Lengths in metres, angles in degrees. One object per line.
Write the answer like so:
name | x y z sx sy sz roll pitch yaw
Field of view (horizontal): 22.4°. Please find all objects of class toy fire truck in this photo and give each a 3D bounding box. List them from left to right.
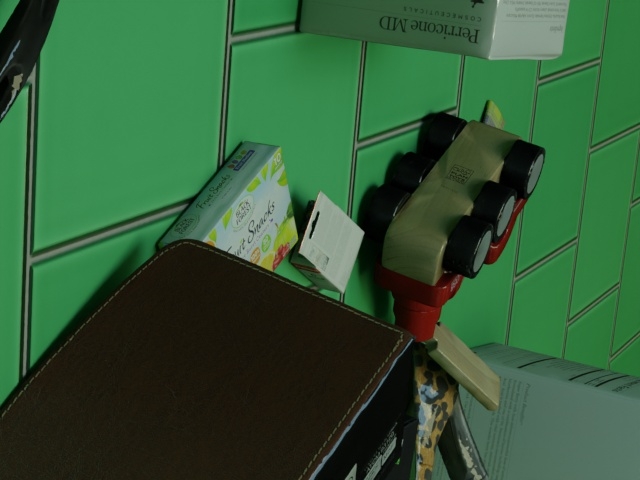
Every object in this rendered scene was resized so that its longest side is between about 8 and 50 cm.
toy fire truck | 0.146 0.030 1.655 0.217 0.158 0.246 -52 156 -44

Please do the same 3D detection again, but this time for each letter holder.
letter holder | -0.101 0.169 1.127 0.302 0.214 0.152 -52 156 -37

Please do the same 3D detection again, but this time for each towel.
towel | 0.186 -0.110 1.814 0.060 0.009 0.083 47 58 -59

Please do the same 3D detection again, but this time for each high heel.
high heel | 0.060 0.229 1.661 0.261 0.093 0.186 -36 111 -39

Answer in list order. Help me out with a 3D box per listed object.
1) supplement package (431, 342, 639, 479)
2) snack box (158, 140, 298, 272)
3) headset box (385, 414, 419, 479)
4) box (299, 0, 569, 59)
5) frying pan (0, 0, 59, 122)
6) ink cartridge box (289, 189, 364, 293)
supplement package | 0.295 0.240 1.866 0.175 0.293 0.177 -2 103 -64
snack box | -0.071 0.000 1.292 0.141 0.037 0.100 -54 145 -41
headset box | -0.040 0.291 1.378 0.246 0.131 0.283 -9 109 -63
box | 0.105 -0.224 1.388 0.182 0.181 0.119 -14 113 -63
frying pan | -0.142 -0.205 1.034 0.197 0.053 0.326 20 85 -65
ink cartridge box | 0.000 0.000 1.452 0.115 0.029 0.062 43 63 -60
